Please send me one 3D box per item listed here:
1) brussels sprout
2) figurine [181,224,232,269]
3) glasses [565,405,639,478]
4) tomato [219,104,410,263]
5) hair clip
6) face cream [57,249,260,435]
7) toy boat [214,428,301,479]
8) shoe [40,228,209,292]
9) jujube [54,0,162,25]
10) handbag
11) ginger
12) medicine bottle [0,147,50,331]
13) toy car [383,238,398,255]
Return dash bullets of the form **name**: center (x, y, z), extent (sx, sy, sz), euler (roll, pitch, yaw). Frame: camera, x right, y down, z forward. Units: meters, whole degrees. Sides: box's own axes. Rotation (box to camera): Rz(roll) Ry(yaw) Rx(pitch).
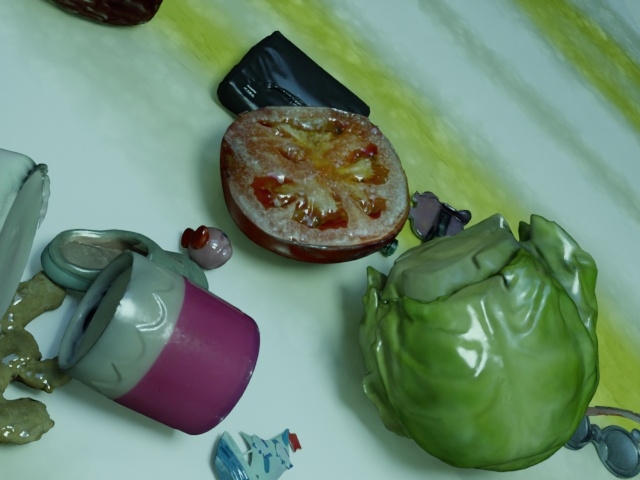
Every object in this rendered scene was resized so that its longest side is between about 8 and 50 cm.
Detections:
- **brussels sprout**: center (0.261, 0.176, 1.119), extent (0.425, 0.342, 0.361), euler (-31, 107, -42)
- **figurine**: center (-0.175, 0.011, 1.095), extent (0.071, 0.083, 0.067), euler (25, 89, -32)
- **glasses**: center (0.588, 0.350, 1.275), extent (0.234, 0.268, 0.118), euler (33, 63, -15)
- **tomato**: center (-0.019, -0.074, 1.197), extent (0.338, 0.144, 0.338), euler (8, 52, -11)
- **hair clip**: center (0.243, -0.031, 1.457), extent (0.146, 0.056, 0.187), euler (34, 36, -9)
- **face cream**: center (-0.201, 0.129, 0.887), extent (0.195, 0.175, 0.175), euler (34, 43, -26)
- **toy boat**: center (-0.083, 0.313, 0.973), extent (0.149, 0.034, 0.105), euler (16, 46, -43)
- **shoe**: center (-0.254, 0.032, 0.984), extent (0.251, 0.100, 0.103), euler (13, 45, -39)
- **jujube**: center (-0.387, -0.476, 1.221), extent (0.243, 0.183, 0.183), euler (23, 47, -31)
- **handbag**: center (-0.049, -0.264, 1.382), extent (0.275, 0.088, 0.244), euler (40, 46, -10)
- **ginger**: center (-0.365, 0.145, 0.861), extent (0.149, 0.065, 0.259), euler (43, 32, -18)
- **medicine bottle**: center (-0.508, -0.035, 0.743), extent (0.378, 0.214, 0.214), euler (15, 50, -13)
- **toy car**: center (0.132, -0.037, 1.368), extent (0.073, 0.054, 0.143), euler (35, 43, -9)
